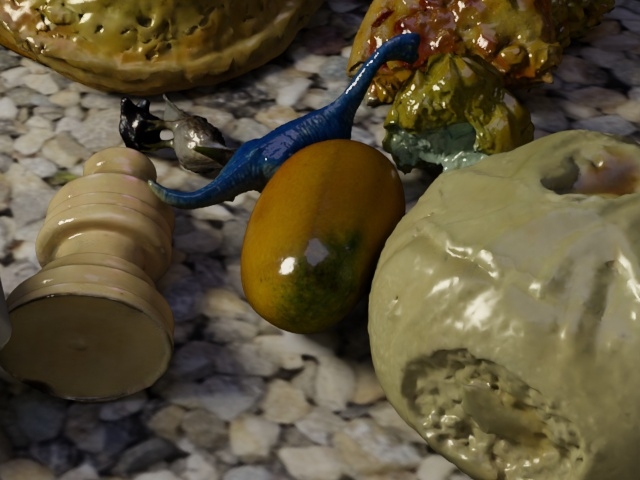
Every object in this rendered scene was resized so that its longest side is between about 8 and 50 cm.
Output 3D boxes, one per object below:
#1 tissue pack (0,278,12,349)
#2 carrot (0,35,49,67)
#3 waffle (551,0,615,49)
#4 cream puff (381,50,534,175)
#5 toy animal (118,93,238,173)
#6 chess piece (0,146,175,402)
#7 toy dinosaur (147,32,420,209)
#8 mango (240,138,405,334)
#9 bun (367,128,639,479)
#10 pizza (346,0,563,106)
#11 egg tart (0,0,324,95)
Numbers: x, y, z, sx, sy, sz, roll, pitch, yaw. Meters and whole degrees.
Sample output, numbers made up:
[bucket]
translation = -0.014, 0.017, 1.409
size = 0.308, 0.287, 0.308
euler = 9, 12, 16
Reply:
[tissue pack]
translation = -0.393, 0.063, 1.269
size = 0.246, 0.136, 0.159
euler = -34, 38, 4
[carrot]
translation = -0.378, -0.271, 1.844
size = 0.070, 0.070, 0.260
euler = -30, 44, -29
[waffle]
translation = 0.226, -0.274, 1.755
size = 0.193, 0.070, 0.197
euler = -13, 34, -8
[cream puff]
translation = 0.137, -0.121, 1.506
size = 0.156, 0.156, 0.121
euler = 13, 59, 25
[toy animal]
translation = -0.126, -0.101, 1.578
size = 0.105, 0.070, 0.202
euler = -14, 29, -42
[chess piece]
translation = -0.190, 0.006, 1.416
size = 0.139, 0.124, 0.307
euler = -30, 27, 20
[toy dinosaur]
translation = -0.030, -0.104, 1.447
size = 0.248, 0.188, 0.075
euler = -6, 40, -31
[mango]
translation = -0.003, 0.002, 1.356
size = 0.120, 0.151, 0.221
euler = 38, 41, -13
[bun]
translation = 0.215, 0.033, 1.233
size = 0.364, 0.202, 0.364
euler = -2, 36, 2
[pizza]
translation = 0.163, -0.234, 1.628
size = 0.289, 0.081, 0.229
euler = -41, 62, -5
[egg tart]
translation = -0.198, -0.369, 1.742
size = 0.443, 0.178, 0.443
euler = 6, 61, -10
